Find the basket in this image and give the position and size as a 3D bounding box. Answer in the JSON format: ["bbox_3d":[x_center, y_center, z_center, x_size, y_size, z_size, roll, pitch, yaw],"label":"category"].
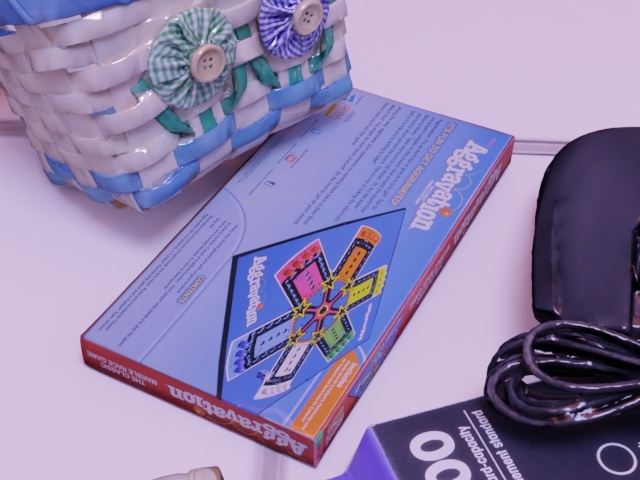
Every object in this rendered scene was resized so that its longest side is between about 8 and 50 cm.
[{"bbox_3d":[-0.106,-0.186,0.643,0.255,0.289,0.201,-34,26,-29],"label":"basket"}]

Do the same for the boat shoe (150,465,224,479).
[{"bbox_3d":[-0.068,0.167,0.444,0.059,0.063,0.170,-3,33,-1],"label":"boat shoe"}]

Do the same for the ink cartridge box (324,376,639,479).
[{"bbox_3d":[0.099,0.157,0.469,0.208,0.045,0.206,-14,45,-15],"label":"ink cartridge box"}]

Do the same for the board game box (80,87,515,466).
[{"bbox_3d":[0.000,0.000,0.648,0.145,0.027,0.281,19,45,21],"label":"board game box"}]

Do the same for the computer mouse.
[{"bbox_3d":[0.183,-0.001,0.580,0.188,0.072,0.272,2,29,7],"label":"computer mouse"}]
